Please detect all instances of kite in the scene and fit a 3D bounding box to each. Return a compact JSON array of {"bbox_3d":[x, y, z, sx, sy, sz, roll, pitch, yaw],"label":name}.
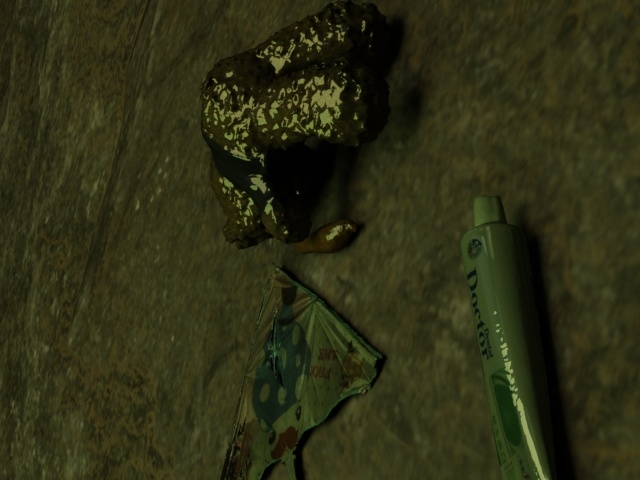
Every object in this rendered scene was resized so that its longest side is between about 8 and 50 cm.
[{"bbox_3d":[-0.028,0.156,1.115,0.335,0.011,0.314,128,144,-49],"label":"kite"}]

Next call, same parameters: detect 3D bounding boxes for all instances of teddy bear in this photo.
[{"bbox_3d":[-0.038,-0.098,1.095,0.251,0.129,0.182,125,162,-47],"label":"teddy bear"}]

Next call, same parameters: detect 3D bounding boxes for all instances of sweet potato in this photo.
[{"bbox_3d":[0.000,0.000,1.099,0.115,0.026,0.026,-15,67,64],"label":"sweet potato"}]

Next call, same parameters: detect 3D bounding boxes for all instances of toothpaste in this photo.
[{"bbox_3d":[0.113,0.071,0.801,0.064,0.041,0.218,120,149,-59],"label":"toothpaste"}]
